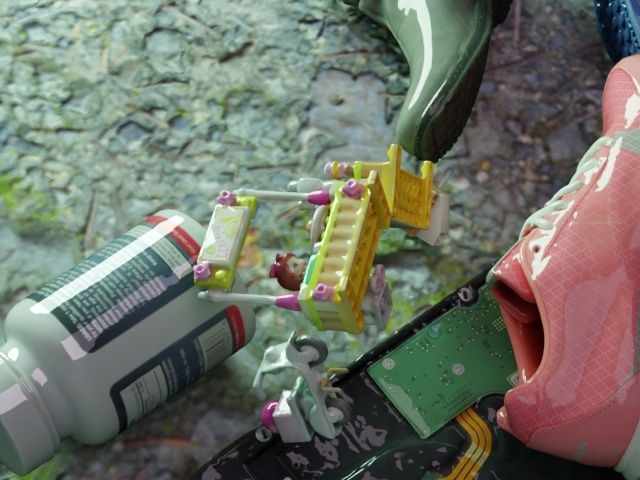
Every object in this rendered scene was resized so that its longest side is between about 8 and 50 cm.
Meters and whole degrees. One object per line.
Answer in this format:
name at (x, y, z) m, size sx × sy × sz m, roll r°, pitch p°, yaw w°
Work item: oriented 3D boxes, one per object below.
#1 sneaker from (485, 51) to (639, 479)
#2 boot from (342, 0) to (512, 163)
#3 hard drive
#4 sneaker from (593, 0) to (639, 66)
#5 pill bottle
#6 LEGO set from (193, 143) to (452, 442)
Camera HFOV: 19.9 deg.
sneaker at (0.179, 0.002, 1.197) m, size 0.136 × 0.116 × 0.314 m, roll 9°, pitch 61°, yaw -3°
boot at (0.053, -0.170, 1.369) m, size 0.161 × 0.083 × 0.246 m, roll 17°, pitch 55°, yaw 8°
hard drive at (0.105, 0.165, 1.198) m, size 0.339 × 0.064 × 0.237 m, roll -34°, pitch 73°, yaw -23°
sneaker at (0.253, -0.216, 1.414) m, size 0.090 × 0.081 × 0.232 m, roll -11°, pitch 63°, yaw -7°
pill bottle at (-0.142, 0.068, 1.182) m, size 0.180 × 0.108 × 0.108 m, roll -34°, pitch 72°, yaw -24°
LEGO set at (0.000, 0.000, 1.194) m, size 0.107 × 0.132 × 0.287 m, roll 3°, pitch 31°, yaw 18°
